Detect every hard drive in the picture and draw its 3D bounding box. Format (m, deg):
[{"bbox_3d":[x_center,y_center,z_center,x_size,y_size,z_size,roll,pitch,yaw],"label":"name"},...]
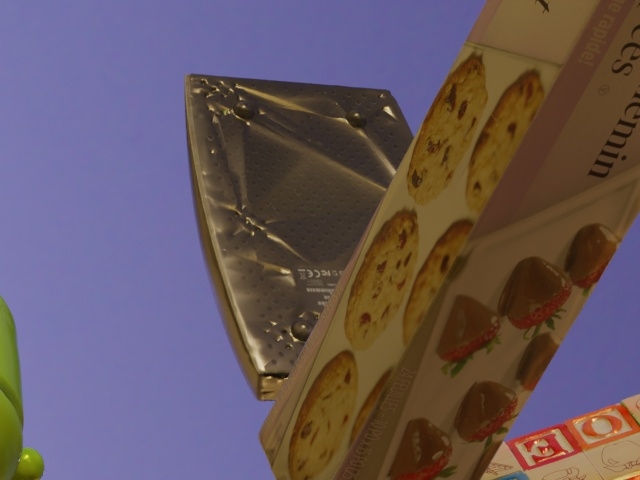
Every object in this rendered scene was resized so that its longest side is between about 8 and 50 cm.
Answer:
[{"bbox_3d":[0.000,0.000,1.261,0.054,0.172,0.255,116,-32,-44],"label":"hard drive"}]

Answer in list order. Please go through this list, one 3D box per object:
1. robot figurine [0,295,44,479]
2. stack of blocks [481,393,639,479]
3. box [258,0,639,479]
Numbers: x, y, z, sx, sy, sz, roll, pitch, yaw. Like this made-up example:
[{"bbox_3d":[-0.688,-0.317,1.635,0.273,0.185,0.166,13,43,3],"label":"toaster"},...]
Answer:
[{"bbox_3d":[-0.142,0.055,0.701,0.067,0.115,0.101,-35,-55,13],"label":"robot figurine"},{"bbox_3d":[0.210,0.184,1.243,0.171,0.297,0.087,-120,-166,-63],"label":"stack of blocks"},{"bbox_3d":[0.075,-0.029,0.679,0.324,0.063,0.067,-62,-147,25],"label":"box"}]
